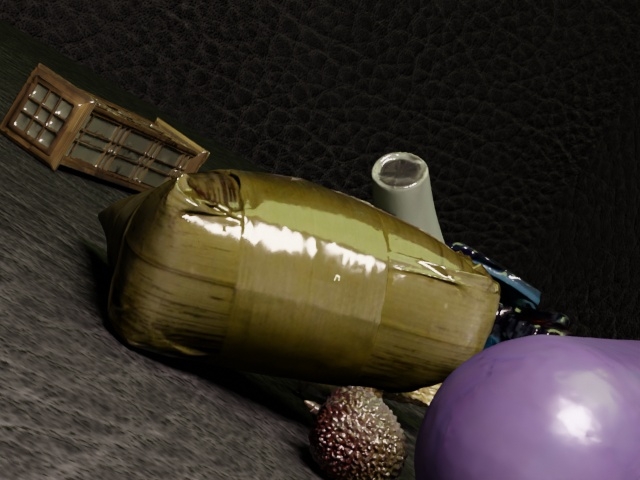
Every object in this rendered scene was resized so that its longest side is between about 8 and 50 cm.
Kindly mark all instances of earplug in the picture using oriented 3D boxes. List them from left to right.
[{"bbox_3d":[0.213,0.165,1.058,0.215,0.215,0.456,35,8,28],"label":"earplug"}]

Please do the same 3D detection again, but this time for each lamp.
[{"bbox_3d":[-0.240,-0.114,1.631,0.090,0.089,0.325,34,5,18],"label":"lamp"}]

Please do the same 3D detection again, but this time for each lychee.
[{"bbox_3d":[0.022,0.134,0.950,0.083,0.068,0.067,34,45,-12],"label":"lychee"}]

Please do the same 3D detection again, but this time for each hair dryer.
[{"bbox_3d":[0.015,-0.014,1.163,0.267,0.092,0.229,34,-32,15],"label":"hair dryer"}]

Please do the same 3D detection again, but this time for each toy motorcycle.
[{"bbox_3d":[0.192,0.092,2.069,0.416,0.172,0.232,23,0,-8],"label":"toy motorcycle"}]

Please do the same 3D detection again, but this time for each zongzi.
[{"bbox_3d":[-0.030,0.022,1.094,0.273,0.145,0.300,14,3,-16],"label":"zongzi"}]

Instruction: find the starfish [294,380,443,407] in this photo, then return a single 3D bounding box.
[{"bbox_3d":[-0.003,0.085,1.296,0.299,0.060,0.302,25,15,-31],"label":"starfish"}]
